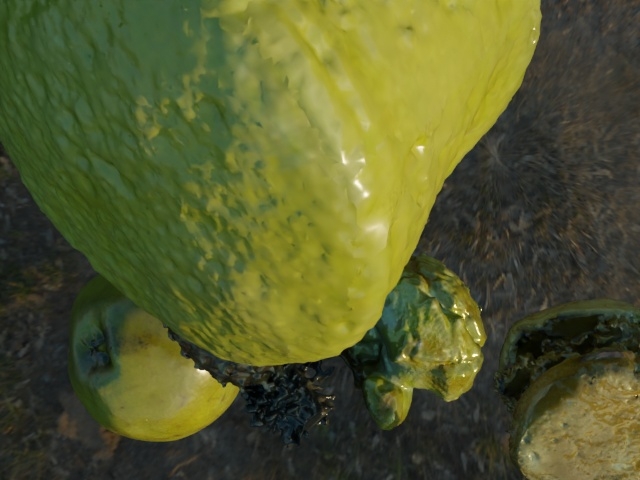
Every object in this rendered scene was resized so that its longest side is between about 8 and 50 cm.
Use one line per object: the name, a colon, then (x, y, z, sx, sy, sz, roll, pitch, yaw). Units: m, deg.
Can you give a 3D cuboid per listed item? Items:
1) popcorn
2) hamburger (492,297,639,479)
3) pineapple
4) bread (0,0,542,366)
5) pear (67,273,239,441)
popcorn: (0.103, 0.122, 1.217, 0.198, 0.198, 0.212, 32, 79, 6)
hamburger: (0.233, 0.130, 0.835, 0.185, 0.131, 0.159, 28, 115, -12)
pineapple: (-0.076, 0.143, 1.211, 0.158, 0.158, 0.278, -26, 109, 11)
bread: (-0.034, -0.117, 0.681, 0.348, 0.348, 0.308, 45, 61, 4)
pear: (-0.236, 0.170, 1.588, 0.287, 0.375, 0.287, -2, 85, 25)
